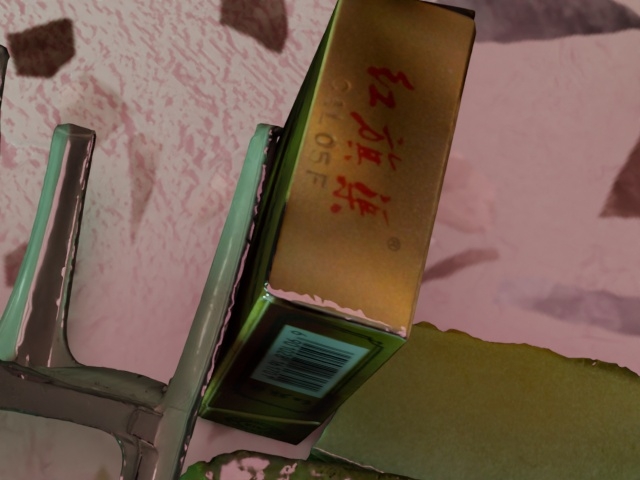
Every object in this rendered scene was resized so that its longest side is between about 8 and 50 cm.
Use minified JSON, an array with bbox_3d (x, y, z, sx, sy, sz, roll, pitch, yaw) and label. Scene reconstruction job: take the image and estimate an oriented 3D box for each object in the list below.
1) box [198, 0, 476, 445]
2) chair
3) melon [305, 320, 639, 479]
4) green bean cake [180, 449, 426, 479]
[{"bbox_3d":[0.000,0.000,0.610,0.071,0.240,0.159,15,69,-7],"label":"box"},{"bbox_3d":[-0.165,0.058,0.552,0.191,0.203,0.274,15,82,-41],"label":"chair"},{"bbox_3d":[0.120,0.098,0.692,0.262,0.053,0.114,3,58,-8],"label":"melon"},{"bbox_3d":[0.012,0.215,0.596,0.214,0.113,0.200,10,71,0],"label":"green bean cake"}]
